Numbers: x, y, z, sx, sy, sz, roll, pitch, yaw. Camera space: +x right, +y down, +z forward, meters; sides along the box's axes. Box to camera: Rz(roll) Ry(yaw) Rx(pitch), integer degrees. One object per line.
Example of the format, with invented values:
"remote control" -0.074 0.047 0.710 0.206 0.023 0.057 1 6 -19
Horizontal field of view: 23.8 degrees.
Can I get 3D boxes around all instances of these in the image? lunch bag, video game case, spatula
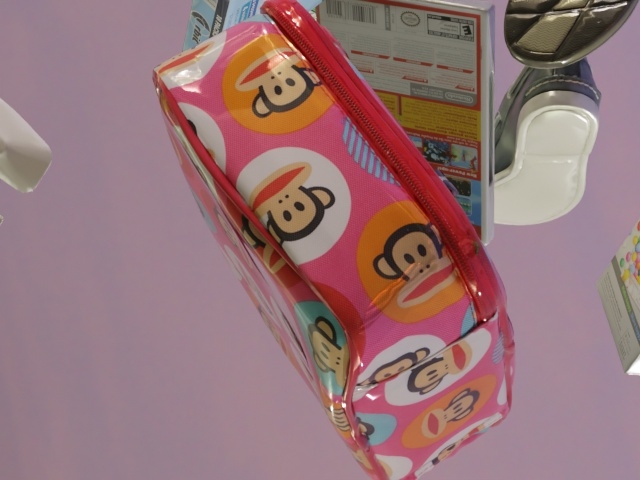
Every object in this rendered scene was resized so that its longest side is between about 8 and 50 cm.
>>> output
"lunch bag" 0.000 0.000 0.900 0.258 0.120 0.293 53 -9 25
"video game case" 0.093 -0.139 1.660 0.204 0.025 0.285 14 -55 25
"spatula" -0.357 -0.083 1.308 0.242 0.019 0.168 40 -76 14

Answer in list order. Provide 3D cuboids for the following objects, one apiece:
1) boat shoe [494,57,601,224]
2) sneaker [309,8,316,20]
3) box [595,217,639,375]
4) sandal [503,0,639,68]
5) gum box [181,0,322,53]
"boat shoe" 0.243 -0.111 1.696 0.319 0.116 0.099 101 -7 -66
"sneaker" 0.005 -0.326 1.787 0.146 0.343 0.134 -29 -89 27
"box" 0.397 0.047 1.799 0.186 0.038 0.145 117 -26 -43
"sandal" 0.288 -0.271 1.558 0.120 0.303 0.086 18 -37 24
"gum box" -0.041 -0.234 1.358 0.041 0.184 0.157 44 -26 10
